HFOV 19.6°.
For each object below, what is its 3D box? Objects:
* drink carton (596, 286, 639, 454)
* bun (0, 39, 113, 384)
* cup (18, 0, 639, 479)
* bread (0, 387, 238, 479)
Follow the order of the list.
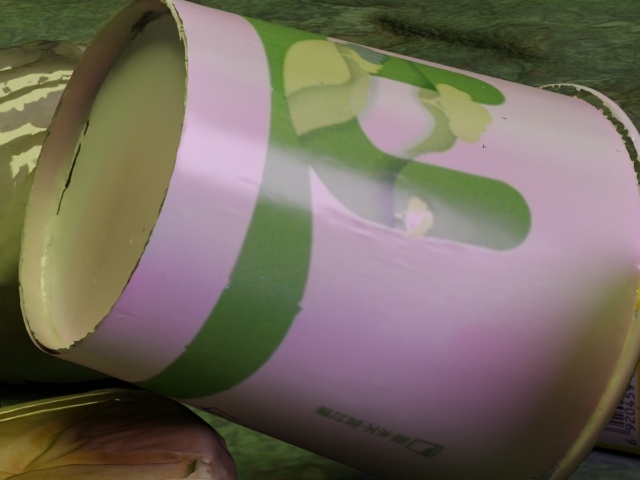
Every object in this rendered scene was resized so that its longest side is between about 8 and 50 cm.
[{"bbox_3d":[0.189,0.054,1.167,0.351,0.111,0.154,7,22,30],"label":"drink carton"},{"bbox_3d":[-0.148,-0.045,1.342,0.360,0.211,0.359,-3,19,1],"label":"bun"},{"bbox_3d":[0.000,0.000,0.975,0.274,0.253,0.253,17,10,-26],"label":"cup"},{"bbox_3d":[-0.148,0.156,0.949,0.210,0.109,0.192,-11,15,-19],"label":"bread"}]
